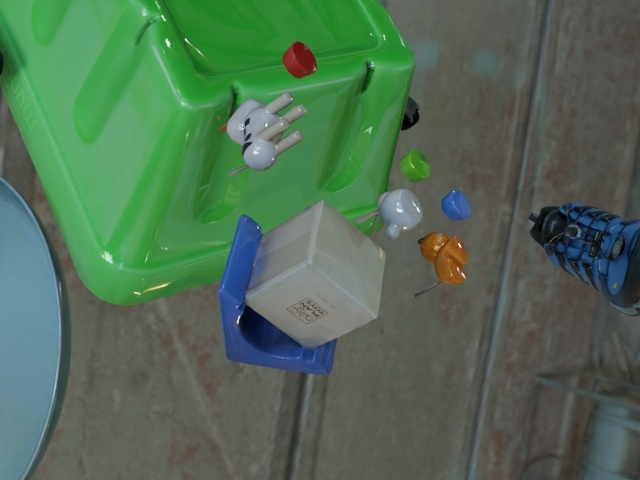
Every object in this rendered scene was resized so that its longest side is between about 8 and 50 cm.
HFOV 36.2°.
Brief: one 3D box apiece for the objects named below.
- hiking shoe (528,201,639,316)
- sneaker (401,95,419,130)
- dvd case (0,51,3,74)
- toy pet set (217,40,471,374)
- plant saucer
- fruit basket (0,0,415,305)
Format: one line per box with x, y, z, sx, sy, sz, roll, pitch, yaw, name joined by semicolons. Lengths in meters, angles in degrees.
0.326;0.015;1.162;0.304;0.132;0.113;-36;147;-88;hiking shoe
0.077;-0.160;1.141;0.051;0.089;0.170;-45;177;11;sneaker
-0.342;-0.184;0.642;0.180;0.253;0.022;-18;152;-32;dvd case
0.000;0.000;0.418;0.122;0.065;0.114;40;40;-27;toy pet set
-0.313;0.093;0.819;0.044;0.318;0.317;14;89;-55;plant saucer
-0.112;-0.127;0.766;0.283;0.392;0.392;-16;113;-30;fruit basket
